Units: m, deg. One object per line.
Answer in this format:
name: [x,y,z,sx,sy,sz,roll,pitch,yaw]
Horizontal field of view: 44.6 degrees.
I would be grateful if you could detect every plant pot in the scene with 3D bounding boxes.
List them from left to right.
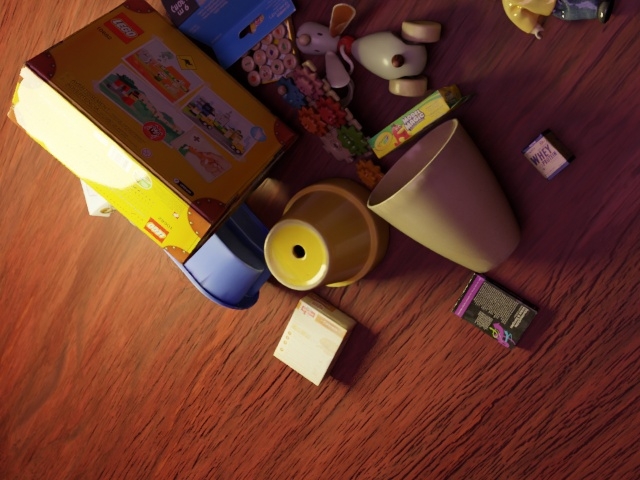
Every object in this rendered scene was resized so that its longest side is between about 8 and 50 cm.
plant pot: [0.000,0.000,1.785,0.254,0.239,0.253,7,108,24]
plant pot: [0.284,-0.070,1.641,0.274,0.256,0.256,43,121,-11]

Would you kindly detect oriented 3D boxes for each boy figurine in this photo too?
boy figurine: [0.421,-0.483,1.510,0.285,0.092,0.177,15,112,23]

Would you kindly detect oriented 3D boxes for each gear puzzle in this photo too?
gear puzzle: [0.026,-0.238,1.752,0.339,0.044,0.175,50,153,-15]

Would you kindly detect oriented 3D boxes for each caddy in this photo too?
caddy: [-0.260,0.015,1.921,0.341,0.241,0.179,48,116,7]

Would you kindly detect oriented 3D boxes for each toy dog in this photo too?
toy dog: [0.089,-0.396,1.662,0.334,0.161,0.220,-6,102,28]

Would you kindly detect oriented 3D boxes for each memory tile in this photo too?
memory tile: [-0.126,-0.430,1.813,0.148,0.012,0.113,-17,96,33]

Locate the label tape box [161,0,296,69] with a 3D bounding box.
label tape box: [-0.247,-0.601,1.776,0.249,0.115,0.347,-32,82,31]

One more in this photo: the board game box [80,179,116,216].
board game box: [-0.511,-0.273,1.995,0.319,0.066,0.318,-31,69,31]

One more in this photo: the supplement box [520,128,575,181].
supplement box: [0.463,-0.175,1.587,0.083,0.083,0.056,49,119,7]

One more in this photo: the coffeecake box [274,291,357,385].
coffeecake box: [-0.014,0.247,1.966,0.142,0.068,0.185,33,117,14]

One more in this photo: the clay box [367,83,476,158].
clay box: [0.217,-0.262,1.659,0.222,0.127,0.053,-35,89,30]

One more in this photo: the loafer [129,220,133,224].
loafer: [-0.392,-0.142,2.011,0.111,0.112,0.319,47,120,16]

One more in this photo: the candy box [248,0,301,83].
candy box: [-0.109,-0.476,1.813,0.105,0.027,0.205,-4,103,32]

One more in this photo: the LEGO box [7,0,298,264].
LEGO box: [-0.360,-0.255,1.737,0.500,0.372,0.193,41,138,-3]

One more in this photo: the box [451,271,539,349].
box: [0.392,0.157,1.758,0.162,0.029,0.116,34,118,15]
